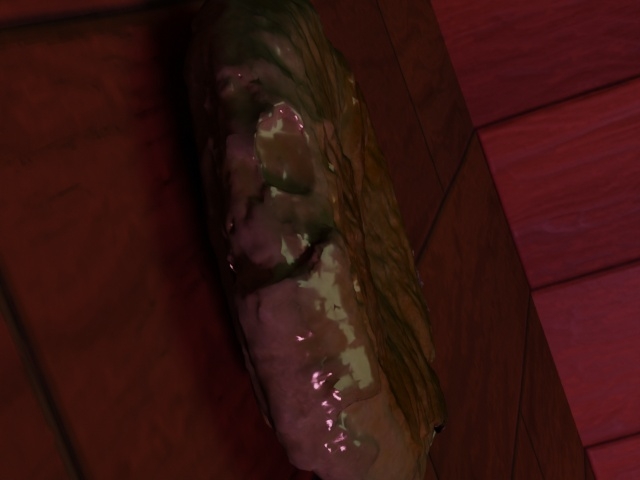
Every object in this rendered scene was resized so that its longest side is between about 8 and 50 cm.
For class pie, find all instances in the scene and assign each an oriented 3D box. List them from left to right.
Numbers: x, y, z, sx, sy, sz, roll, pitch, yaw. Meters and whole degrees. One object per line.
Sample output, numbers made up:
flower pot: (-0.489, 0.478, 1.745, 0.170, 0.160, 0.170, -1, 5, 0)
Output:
pie: (0.000, 0.000, 0.691, 0.306, 0.071, 0.306, -15, 90, -78)
